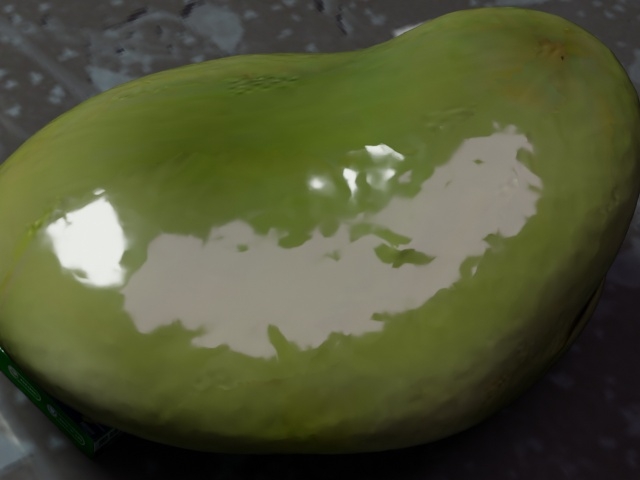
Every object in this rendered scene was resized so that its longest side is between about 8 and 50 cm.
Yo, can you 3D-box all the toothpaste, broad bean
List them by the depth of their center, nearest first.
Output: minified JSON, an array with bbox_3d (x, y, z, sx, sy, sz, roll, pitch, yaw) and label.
[{"bbox_3d":[-0.107,0.047,0.488,0.083,0.017,0.020,41,56,17],"label":"toothpaste"},{"bbox_3d":[0.000,0.000,0.496,0.263,0.121,0.189,-12,52,-9],"label":"broad bean"}]
